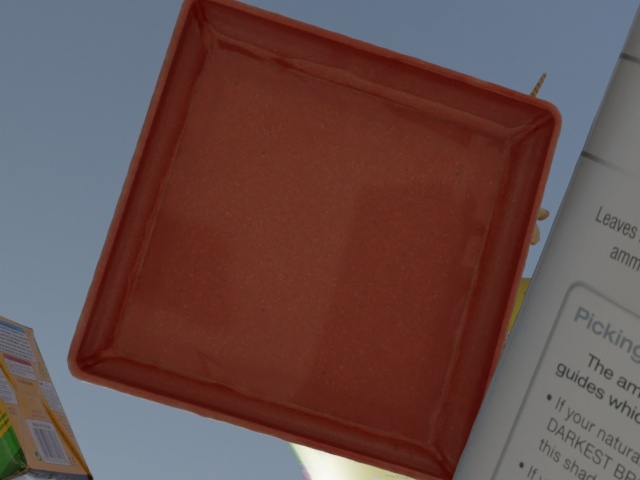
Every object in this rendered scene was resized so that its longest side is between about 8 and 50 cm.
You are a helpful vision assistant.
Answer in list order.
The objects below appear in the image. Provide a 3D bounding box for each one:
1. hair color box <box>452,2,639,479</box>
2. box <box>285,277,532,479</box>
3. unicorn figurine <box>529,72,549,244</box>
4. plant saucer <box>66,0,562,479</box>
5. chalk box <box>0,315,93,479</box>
[{"bbox_3d":[0.177,0.029,0.427,0.113,0.185,0.374,9,-74,-40],"label":"hair color box"},{"bbox_3d":[0.155,0.188,1.055,0.177,0.290,0.279,-54,-48,-37],"label":"box"},{"bbox_3d":[0.128,-0.046,0.952,0.111,0.162,0.060,45,-134,-30],"label":"unicorn figurine"},{"bbox_3d":[0.000,0.000,0.798,0.258,0.048,0.259,17,-101,-4],"label":"plant saucer"},{"bbox_3d":[-0.293,0.152,0.858,0.213,0.132,0.132,-27,-106,2],"label":"chalk box"}]
